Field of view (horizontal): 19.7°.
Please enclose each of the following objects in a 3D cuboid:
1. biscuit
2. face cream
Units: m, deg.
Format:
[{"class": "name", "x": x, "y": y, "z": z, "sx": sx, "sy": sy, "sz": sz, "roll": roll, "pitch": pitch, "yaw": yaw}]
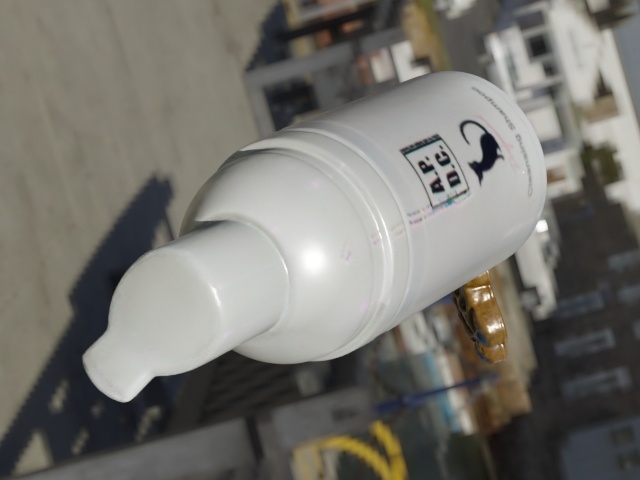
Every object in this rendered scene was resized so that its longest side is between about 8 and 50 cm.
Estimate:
[{"class": "biscuit", "x": 0.098, "y": 0.007, "z": 1.367, "sx": 0.124, "sy": 0.026, "sz": 0.175, "roll": 78, "pitch": -6, "yaw": -63}, {"class": "face cream", "x": 0.000, "y": 0.000, "z": 1.135, "sx": 0.369, "sy": 0.145, "sz": 0.145, "roll": -28, "pitch": 104, "yaw": -55}]
